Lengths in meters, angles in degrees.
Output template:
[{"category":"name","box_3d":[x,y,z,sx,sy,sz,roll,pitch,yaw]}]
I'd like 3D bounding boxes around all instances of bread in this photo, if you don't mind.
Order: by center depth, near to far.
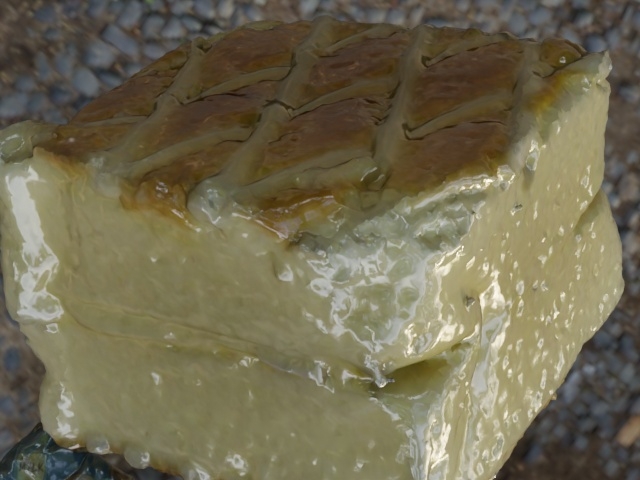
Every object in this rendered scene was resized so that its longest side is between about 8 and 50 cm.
[{"category":"bread","box_3d":[0.000,0.000,1.153,0.390,0.371,0.279,-38,132,-48]}]

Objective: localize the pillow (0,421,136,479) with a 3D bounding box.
[{"category":"pillow","box_3d":[-0.203,0.293,1.305,0.189,0.255,0.034,-52,168,-8]}]
